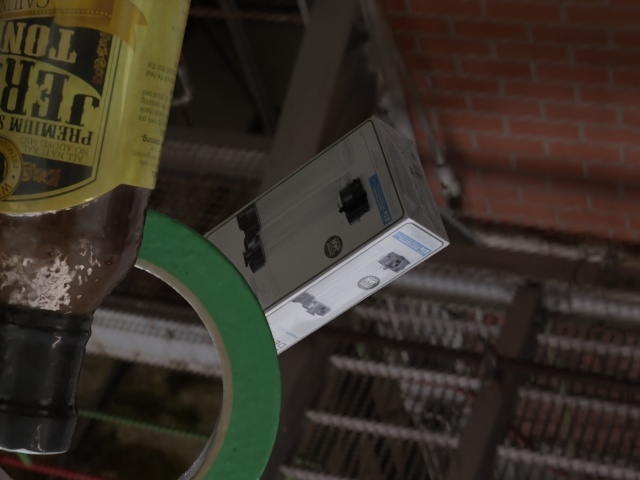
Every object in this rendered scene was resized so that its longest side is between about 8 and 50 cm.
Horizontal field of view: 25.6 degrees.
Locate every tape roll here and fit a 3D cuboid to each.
[{"bbox_3d":[-0.195,0.125,1.199,0.321,0.321,0.077,-23,-178,-4],"label":"tape roll"}]

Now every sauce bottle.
[{"bbox_3d":[-0.144,-0.052,0.807,0.111,0.111,0.344,9,-90,24],"label":"sauce bottle"}]

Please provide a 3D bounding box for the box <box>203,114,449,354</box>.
[{"bbox_3d":[0.000,0.000,1.724,0.290,0.087,0.169,-33,-128,25],"label":"box"}]
